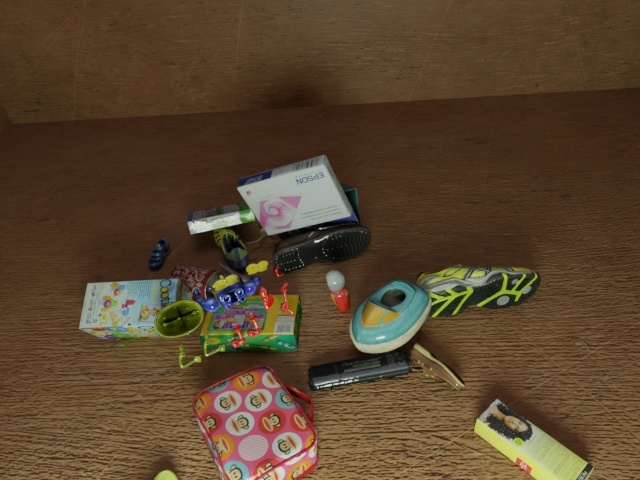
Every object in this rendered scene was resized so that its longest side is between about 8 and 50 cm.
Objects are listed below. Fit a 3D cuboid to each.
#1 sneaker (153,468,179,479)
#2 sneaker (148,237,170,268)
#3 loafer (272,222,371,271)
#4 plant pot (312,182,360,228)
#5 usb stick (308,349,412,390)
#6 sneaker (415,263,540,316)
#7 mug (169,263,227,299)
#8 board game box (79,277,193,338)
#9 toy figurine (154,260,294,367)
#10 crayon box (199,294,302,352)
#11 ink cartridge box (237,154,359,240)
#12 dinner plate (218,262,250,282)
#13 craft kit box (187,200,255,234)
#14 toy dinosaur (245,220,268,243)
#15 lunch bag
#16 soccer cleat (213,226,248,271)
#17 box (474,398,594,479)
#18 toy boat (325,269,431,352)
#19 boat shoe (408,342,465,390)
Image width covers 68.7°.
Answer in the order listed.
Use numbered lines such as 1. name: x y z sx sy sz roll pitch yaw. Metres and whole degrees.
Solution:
1. sneaker: -0.343 0.568 0.969 0.082 0.094 0.208 -5 34 2
2. sneaker: -0.609 0.048 1.750 0.053 0.059 0.144 0 37 4
3. loafer: 0.000 0.000 1.678 0.366 0.133 0.130 -12 37 -9
4. plant pot: 0.021 -0.140 1.856 0.166 0.165 0.234 -21 29 -20
5. usb stick: 0.103 0.348 1.254 0.278 0.045 0.077 -10 32 -3
6. sneaker: 0.480 0.123 1.443 0.385 0.145 0.147 -5 37 -3
7. mug: -0.418 0.148 1.549 0.169 0.113 0.150 12 37 27
8. board game box: -0.546 0.209 1.412 0.276 0.142 0.144 -3 65 3
9. toy figurine: -0.277 0.190 1.353 0.363 0.191 0.217 -26 10 -14
10. crayon box: -0.203 0.247 1.406 0.279 0.081 0.165 -2 36 5
11. ink cartridge box: -0.070 -0.117 1.629 0.324 0.330 0.071 -13 42 21
12. dinner plate: -0.286 0.116 1.575 0.141 0.141 0.017 26 82 36
13. craft kit box: -0.395 -0.095 1.853 0.247 0.060 0.250 -15 15 -10
14. toy dinosaur: -0.218 -0.030 1.825 0.112 0.064 0.211 -18 25 10
15. lunch bag: -0.139 0.435 1.106 0.258 0.120 0.293 -22 38 -23
16. soccer cleat: -0.333 -0.001 1.729 0.094 0.121 0.289 -18 36 -17
17. box: 0.469 0.464 1.046 0.087 0.058 0.232 -30 43 -30
18. toy boat: 0.142 0.185 1.358 0.318 0.148 0.267 18 49 41
19. boat shoe: 0.303 0.343 1.239 0.060 0.064 0.178 -54 43 -1
